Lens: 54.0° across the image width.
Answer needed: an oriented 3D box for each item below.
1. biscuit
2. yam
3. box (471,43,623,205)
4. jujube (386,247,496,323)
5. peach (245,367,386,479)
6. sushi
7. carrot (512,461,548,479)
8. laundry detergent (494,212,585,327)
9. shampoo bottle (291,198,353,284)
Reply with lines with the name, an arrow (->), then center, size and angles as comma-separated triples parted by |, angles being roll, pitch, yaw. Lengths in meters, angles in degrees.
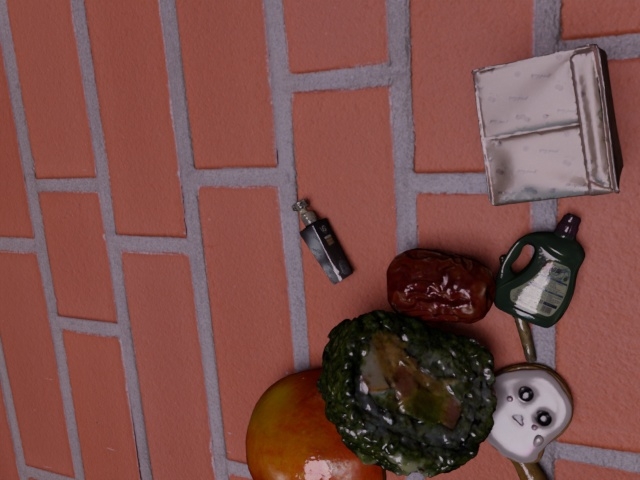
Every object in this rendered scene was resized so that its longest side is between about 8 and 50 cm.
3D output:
biscuit -> 0.420, 0.354, 1.303 | 0.181, 0.049, 0.208 | 43, 108, 17
yam -> 0.403, 0.141, 1.288 | 0.029, 0.027, 0.234 | -17, 95, 9
box -> 0.390, -0.197, 1.051 | 0.190, 0.297, 0.225 | -7, 100, 27
jujube -> 0.241, 0.096, 1.269 | 0.230, 0.155, 0.155 | 6, 107, 41
peach -> -0.003, 0.448, 1.422 | 0.380, 0.306, 0.242 | 2, 111, 31
sushi -> 0.170, 0.314, 1.259 | 0.352, 0.294, 0.178 | 21, 153, -11
carrot -> 0.455, 0.520, 1.344 | 0.078, 0.078, 0.298 | -29, 86, 29
laundry detergent -> 0.429, 0.048, 1.215 | 0.144, 0.078, 0.221 | 22, 101, 20
shampoo bottle -> 0.000, 0.000, 1.433 | 0.063, 0.057, 0.207 | -31, 87, 37
